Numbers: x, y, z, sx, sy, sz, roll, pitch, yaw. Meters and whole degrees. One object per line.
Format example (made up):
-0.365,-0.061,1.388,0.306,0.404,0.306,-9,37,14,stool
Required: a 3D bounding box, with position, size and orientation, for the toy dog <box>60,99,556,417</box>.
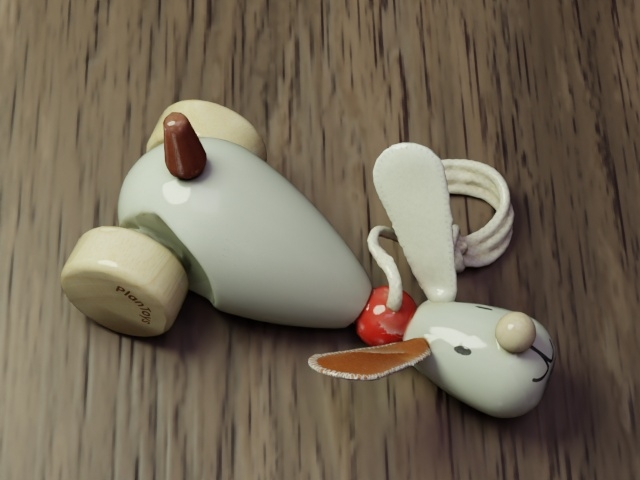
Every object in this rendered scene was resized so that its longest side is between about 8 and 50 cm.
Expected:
0.000,0.000,0.928,0.333,0.161,0.220,4,62,-7,toy dog
